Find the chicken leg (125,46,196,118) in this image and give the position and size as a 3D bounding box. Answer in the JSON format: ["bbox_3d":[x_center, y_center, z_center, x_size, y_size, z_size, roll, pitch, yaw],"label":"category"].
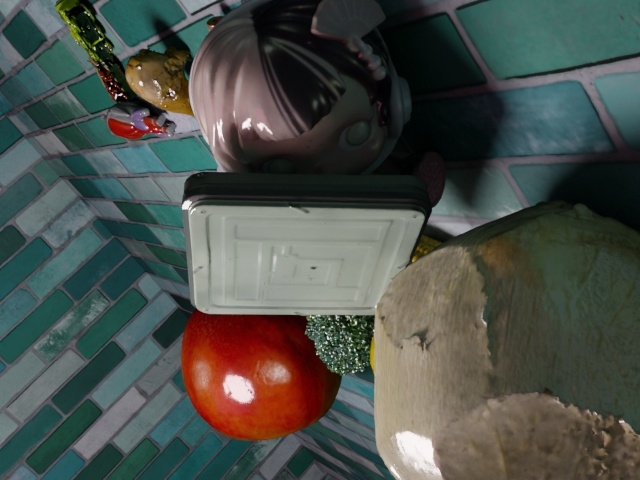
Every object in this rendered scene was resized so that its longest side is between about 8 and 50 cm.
[{"bbox_3d":[-0.236,-0.260,1.354,0.207,0.101,0.085,32,174,-34],"label":"chicken leg"}]

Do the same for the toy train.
[{"bbox_3d":[-0.441,-0.371,1.576,0.085,0.053,0.250,42,164,32],"label":"toy train"}]

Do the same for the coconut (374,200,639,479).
[{"bbox_3d":[0.226,0.129,0.841,0.346,0.361,0.346,1,161,0],"label":"coconut"}]

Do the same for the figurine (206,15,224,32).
[{"bbox_3d":[-0.128,-0.230,1.171,0.147,0.094,0.197,19,150,29],"label":"figurine"}]

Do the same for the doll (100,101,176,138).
[{"bbox_3d":[-0.398,-0.253,1.688,0.227,0.075,0.102,12,160,42],"label":"doll"}]

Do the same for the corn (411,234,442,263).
[{"bbox_3d":[0.204,0.071,1.128,0.244,0.093,0.093,30,156,33],"label":"corn"}]

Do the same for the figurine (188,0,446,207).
[{"bbox_3d":[-0.021,-0.132,0.949,0.211,0.253,0.361,51,176,37],"label":"figurine"}]

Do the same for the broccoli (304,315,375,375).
[{"bbox_3d":[0.065,0.144,1.492,0.194,0.220,0.194,21,-163,-7],"label":"broccoli"}]

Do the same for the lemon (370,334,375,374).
[{"bbox_3d":[0.173,0.186,1.304,0.178,0.178,0.203,44,162,1],"label":"lemon"}]

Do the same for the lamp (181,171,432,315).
[{"bbox_3d":[-0.023,0.014,0.942,0.268,0.047,0.267,1,148,-6],"label":"lamp"}]

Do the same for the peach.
[{"bbox_3d":[-0.140,0.261,1.826,0.388,0.388,0.388,38,160,17],"label":"peach"}]
